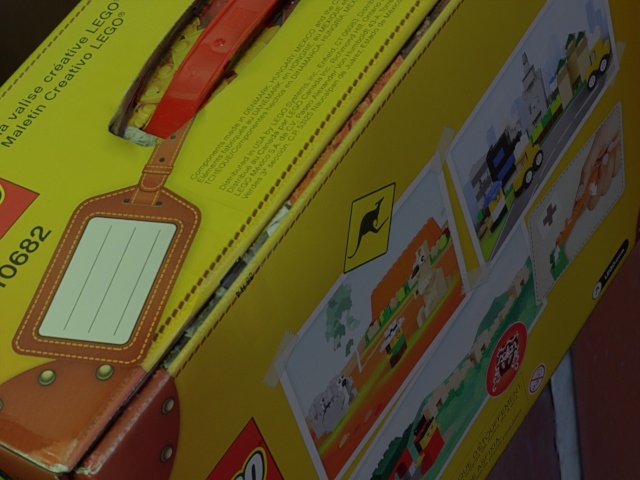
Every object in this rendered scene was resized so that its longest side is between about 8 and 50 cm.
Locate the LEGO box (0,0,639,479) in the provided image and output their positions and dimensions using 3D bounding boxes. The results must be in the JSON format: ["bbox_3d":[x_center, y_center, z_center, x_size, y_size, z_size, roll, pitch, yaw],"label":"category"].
[{"bbox_3d":[0.000,0.000,0.922,0.500,0.193,0.372,-53,146,-25],"label":"LEGO box"}]
